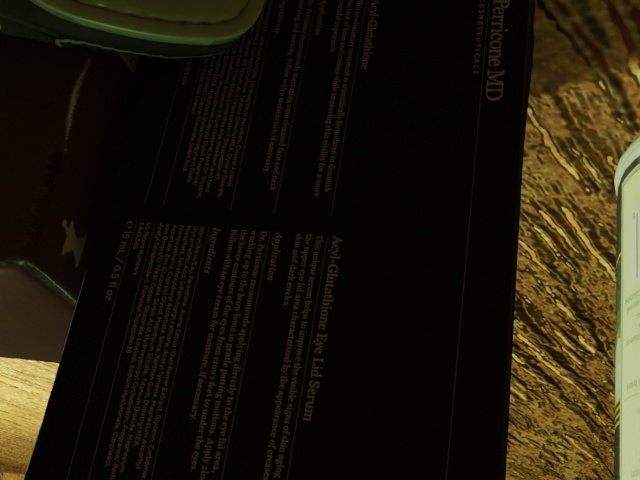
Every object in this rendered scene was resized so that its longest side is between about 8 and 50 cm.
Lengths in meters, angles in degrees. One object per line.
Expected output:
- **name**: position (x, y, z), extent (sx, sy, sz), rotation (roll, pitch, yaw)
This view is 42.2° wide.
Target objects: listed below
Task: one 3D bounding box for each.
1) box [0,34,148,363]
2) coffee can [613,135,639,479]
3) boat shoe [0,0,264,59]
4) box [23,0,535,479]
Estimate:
- **box**: position (-0.188, -0.035, 0.462), extent (0.203, 0.168, 0.167), rotation (4, 155, 14)
- **coffee can**: position (0.257, 0.084, 0.430), extent (0.201, 0.275, 0.201), rotation (8, 156, 4)
- **boat shoe**: position (-0.135, -0.128, 0.355), extent (0.227, 0.081, 0.069), rotation (20, 158, -5)
- **box**: position (-0.001, 0.014, 0.388), extent (0.184, 0.261, 0.103), rotation (3, 155, 15)
